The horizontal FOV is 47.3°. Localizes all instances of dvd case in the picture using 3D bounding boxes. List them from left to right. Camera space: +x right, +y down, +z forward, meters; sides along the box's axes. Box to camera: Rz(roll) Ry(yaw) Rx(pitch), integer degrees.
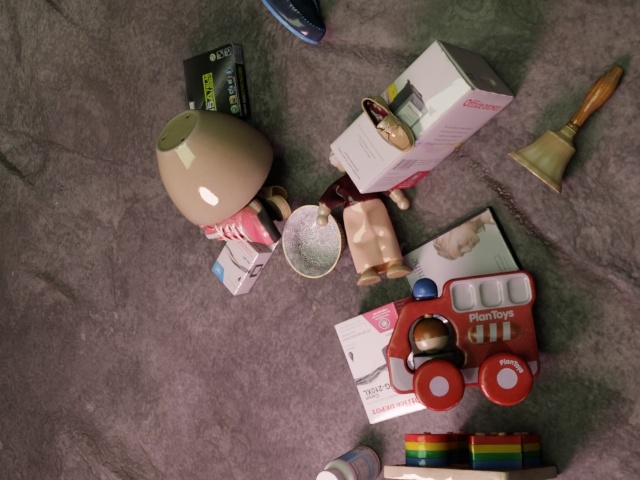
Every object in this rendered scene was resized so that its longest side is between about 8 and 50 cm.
[{"bbox_3d":[0.294,0.063,1.553,0.253,0.022,0.180,-32,76,34],"label":"dvd case"}]

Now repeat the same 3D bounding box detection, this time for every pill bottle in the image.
[{"bbox_3d":[0.063,0.537,1.680,0.087,0.160,0.087,4,96,36],"label":"pill bottle"}]

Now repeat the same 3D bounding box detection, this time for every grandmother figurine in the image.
[{"bbox_3d":[0.089,-0.077,1.624,0.208,0.104,0.342,-10,75,-7],"label":"grandmother figurine"}]

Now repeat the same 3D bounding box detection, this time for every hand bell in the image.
[{"bbox_3d":[0.477,-0.219,1.363,0.126,0.126,0.242,44,104,24],"label":"hand bell"}]

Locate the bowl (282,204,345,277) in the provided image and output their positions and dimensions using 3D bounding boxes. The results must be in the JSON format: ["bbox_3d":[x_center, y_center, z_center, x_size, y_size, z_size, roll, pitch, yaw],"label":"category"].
[{"bbox_3d":[0.000,0.000,1.723,0.170,0.080,0.170,3,96,36],"label":"bowl"}]

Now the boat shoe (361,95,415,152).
[{"bbox_3d":[0.122,-0.215,1.358,0.135,0.045,0.050,51,120,20],"label":"boat shoe"}]

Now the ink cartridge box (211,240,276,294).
[{"bbox_3d":[-0.195,0.038,1.879,0.104,0.060,0.180,44,118,25],"label":"ink cartridge box"}]

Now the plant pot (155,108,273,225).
[{"bbox_3d":[-0.283,-0.204,1.758,0.284,0.191,0.284,-22,46,25],"label":"plant pot"}]

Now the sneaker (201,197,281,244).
[{"bbox_3d":[-0.207,-0.035,1.784,0.314,0.136,0.116,29,154,54],"label":"sneaker"}]

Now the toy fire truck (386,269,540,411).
[{"bbox_3d":[0.279,0.194,1.443,0.302,0.169,0.254,-7,84,7],"label":"toy fire truck"}]

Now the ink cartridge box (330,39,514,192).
[{"bbox_3d":[0.203,-0.238,1.465,0.306,0.226,0.131,-43,71,29],"label":"ink cartridge box"}]

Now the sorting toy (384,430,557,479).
[{"bbox_3d":[0.299,0.426,1.453,0.257,0.255,0.089,-9,73,36],"label":"sorting toy"}]

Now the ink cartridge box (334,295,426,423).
[{"bbox_3d":[0.160,0.266,1.621,0.172,0.100,0.237,-26,80,35],"label":"ink cartridge box"}]

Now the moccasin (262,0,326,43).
[{"bbox_3d":[-0.086,-0.606,1.694,0.117,0.137,0.342,-44,71,26],"label":"moccasin"}]

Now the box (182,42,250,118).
[{"bbox_3d":[-0.273,-0.397,1.904,0.184,0.045,0.191,-7,90,34],"label":"box"}]

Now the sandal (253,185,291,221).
[{"bbox_3d":[-0.109,-0.096,1.795,0.240,0.079,0.088,14,133,64],"label":"sandal"}]
